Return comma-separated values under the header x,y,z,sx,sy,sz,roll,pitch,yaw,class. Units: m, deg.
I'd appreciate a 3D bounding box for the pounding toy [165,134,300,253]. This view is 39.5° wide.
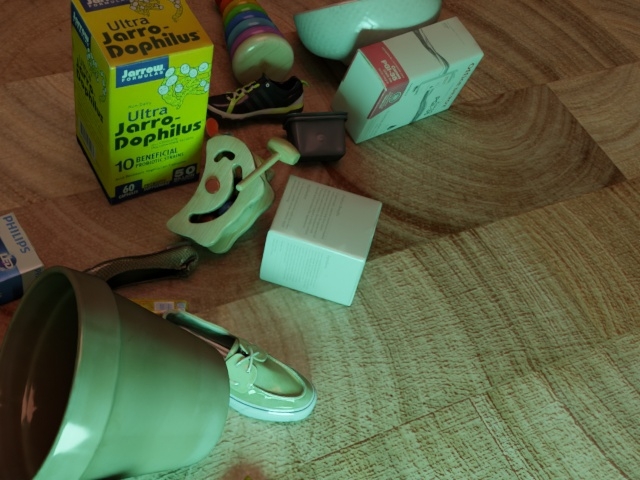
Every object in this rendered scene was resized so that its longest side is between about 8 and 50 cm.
x,y,z,sx,sy,sz,roll,pitch,yaw,class
-0.179,-0.111,1.630,0.269,0.155,0.154,-46,70,1,pounding toy

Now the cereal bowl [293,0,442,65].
x,y,z,sx,sy,sz,roll,pitch,yaw,class
0.115,-0.483,2.017,0.338,0.141,0.339,-13,14,3,cereal bowl

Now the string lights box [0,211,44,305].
x,y,z,sx,sy,sz,roll,pitch,yaw,class
-0.618,0.061,1.517,0.259,0.077,0.133,-23,61,-28,string lights box

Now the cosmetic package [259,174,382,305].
x,y,z,sx,sy,sz,roll,pitch,yaw,class
0.000,0.000,1.663,0.183,0.151,0.151,18,51,2,cosmetic package

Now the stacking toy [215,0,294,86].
x,y,z,sx,sy,sz,roll,pitch,yaw,class
-0.174,-0.493,2.040,0.141,0.141,0.330,-9,48,-19,stacking toy

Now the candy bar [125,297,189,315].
x,y,z,sx,sy,sz,roll,pitch,yaw,class
-0.313,0.120,1.581,0.161,0.018,0.040,2,56,-12,candy bar

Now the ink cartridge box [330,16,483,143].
x,y,z,sx,sy,sz,roll,pitch,yaw,class
0.187,-0.350,1.940,0.283,0.207,0.117,-24,71,-28,ink cartridge box

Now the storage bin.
x,y,z,sx,sy,sz,roll,pitch,yaw,class
-0.010,-0.213,1.877,0.135,0.098,0.091,-3,81,-16,storage bin

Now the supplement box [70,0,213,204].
x,y,z,sx,sy,sz,roll,pitch,yaw,class
-0.337,-0.269,1.664,0.194,0.357,0.195,-19,59,-25,supplement box

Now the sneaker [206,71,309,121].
x,y,z,sx,sy,sz,roll,pitch,yaw,class
-0.141,-0.316,1.904,0.234,0.097,0.084,-7,34,-23,sneaker

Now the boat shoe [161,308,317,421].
x,y,z,sx,sy,sz,roll,pitch,yaw,class
-0.146,0.212,1.498,0.302,0.094,0.109,22,51,4,boat shoe

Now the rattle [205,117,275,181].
x,y,z,sx,sy,sz,roll,pitch,yaw,class
-0.195,-0.147,1.813,0.199,0.143,0.130,33,18,32,rattle

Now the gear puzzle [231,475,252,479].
x,y,z,sx,sy,sz,roll,pitch,yaw,class
-0.130,0.506,1.310,0.175,0.044,0.339,8,48,-5,gear puzzle

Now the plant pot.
x,y,z,sx,sy,sz,roll,pitch,yaw,class
-0.300,0.222,1.326,0.280,0.323,0.323,16,45,-36,plant pot

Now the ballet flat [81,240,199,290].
x,y,z,sx,sy,sz,roll,pitch,yaw,class
-0.331,0.062,1.591,0.249,0.084,0.058,-16,73,-29,ballet flat
